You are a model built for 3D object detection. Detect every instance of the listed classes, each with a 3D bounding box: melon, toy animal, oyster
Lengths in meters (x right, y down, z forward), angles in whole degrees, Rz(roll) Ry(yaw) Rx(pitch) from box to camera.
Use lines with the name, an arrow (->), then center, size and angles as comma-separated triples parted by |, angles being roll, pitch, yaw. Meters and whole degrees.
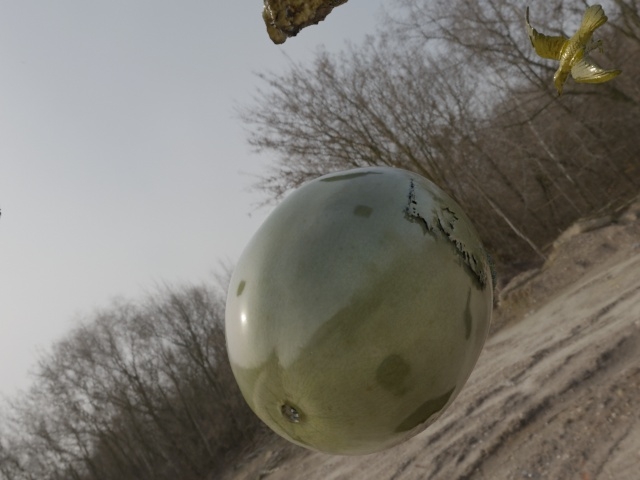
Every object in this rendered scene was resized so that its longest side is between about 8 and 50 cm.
melon -> 0.049, 0.055, 0.513 | 0.268, 0.268, 0.330 | -48, 0, 45
toy animal -> 0.468, -0.329, 0.858 | 0.095, 0.219, 0.155 | -34, -39, 5
oyster -> 0.014, -0.617, 1.083 | 0.396, 0.111, 0.204 | -33, -40, 16

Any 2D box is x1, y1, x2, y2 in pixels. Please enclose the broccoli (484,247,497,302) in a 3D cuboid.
broccoli -> 0.339, 0.092, 1.262 | 0.246, 0.288, 0.248 | -4, 30, 33
